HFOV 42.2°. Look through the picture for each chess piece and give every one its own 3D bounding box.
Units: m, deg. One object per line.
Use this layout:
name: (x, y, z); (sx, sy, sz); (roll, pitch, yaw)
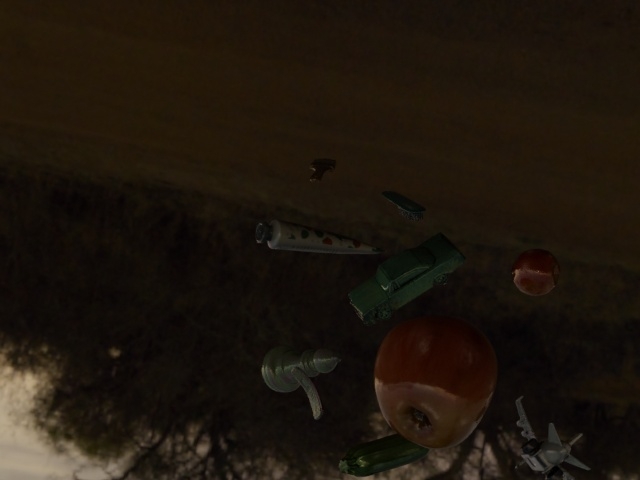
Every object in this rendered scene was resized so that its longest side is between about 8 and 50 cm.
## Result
chess piece: (-0.036, 0.354, 2.376); (0.139, 0.139, 0.272); (18, 155, -39)

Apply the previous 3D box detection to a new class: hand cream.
hand cream: (0.000, 0.000, 1.690); (0.276, 0.059, 0.095); (8, -174, -30)

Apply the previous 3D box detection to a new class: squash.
squash: (0.137, 0.445, 1.731); (0.219, 0.068, 0.077); (-9, 168, -27)

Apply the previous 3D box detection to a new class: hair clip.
hair clip: (-0.029, 0.365, 1.997); (0.022, 0.137, 0.054); (-17, 156, -34)

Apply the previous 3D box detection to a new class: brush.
brush: (0.179, -0.076, 1.817); (0.043, 0.032, 0.193); (-7, -163, -16)
brush: (0.000, -0.120, 1.416); (0.043, 0.014, 0.170); (4, -164, 6)

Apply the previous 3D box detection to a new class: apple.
apple: (0.219, 0.274, 1.624); (0.242, 0.241, 0.242); (11, 129, 13)

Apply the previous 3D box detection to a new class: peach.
peach: (0.429, 0.063, 1.667); (0.101, 0.100, 0.101); (11, 172, 2)

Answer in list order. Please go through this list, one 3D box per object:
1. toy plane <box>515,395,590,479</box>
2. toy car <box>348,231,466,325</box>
toy plane: (0.478, 0.454, 1.776); (0.251, 0.101, 0.255); (52, 162, 10)
toy car: (0.223, 0.095, 2.224); (0.097, 0.321, 0.141); (58, 179, -32)
